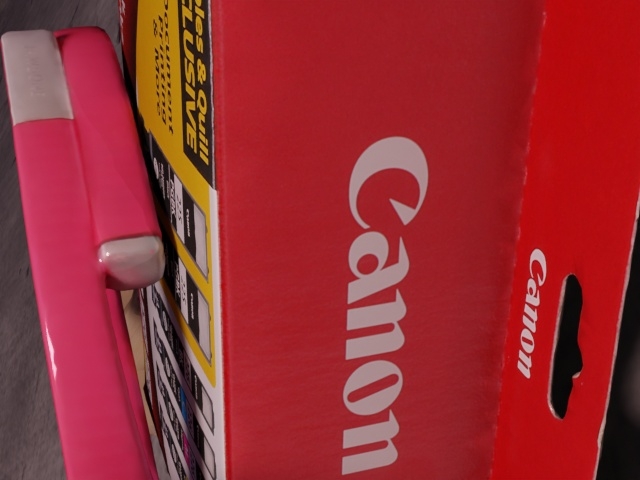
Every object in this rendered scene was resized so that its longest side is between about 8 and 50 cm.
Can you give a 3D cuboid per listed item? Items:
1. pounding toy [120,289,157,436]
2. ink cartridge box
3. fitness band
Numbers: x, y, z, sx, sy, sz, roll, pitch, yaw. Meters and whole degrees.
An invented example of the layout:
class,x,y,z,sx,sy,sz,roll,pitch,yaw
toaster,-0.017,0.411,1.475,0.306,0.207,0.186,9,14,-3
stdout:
class,x,y,z,sx,sy,sz,roll,pitch,yaw
pounding toy,-0.118,0.045,0.818,0.181,0.094,0.206,-55,21,36
ink cartridge box,0.000,0.000,0.451,0.272,0.130,0.309,-127,34,-58
fitness band,-0.112,0.021,0.525,0.209,0.054,0.291,96,161,-46
